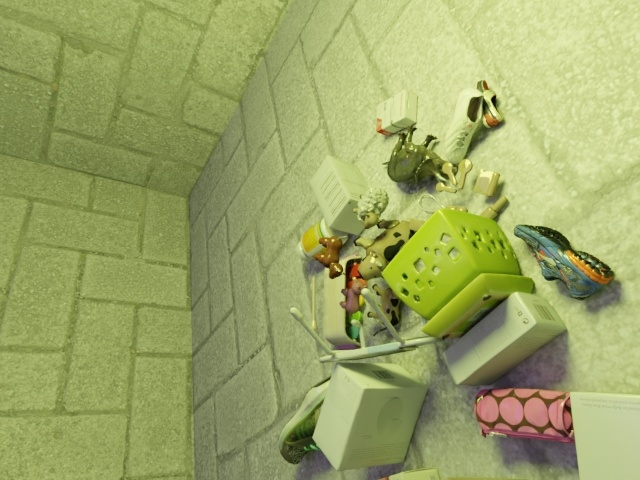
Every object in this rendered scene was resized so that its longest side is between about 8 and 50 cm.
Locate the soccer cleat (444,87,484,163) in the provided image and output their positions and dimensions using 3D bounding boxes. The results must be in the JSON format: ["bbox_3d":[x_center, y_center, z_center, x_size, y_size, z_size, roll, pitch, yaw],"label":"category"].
[{"bbox_3d":[0.368,-0.288,1.130,0.076,0.068,0.197,-123,34,-58],"label":"soccer cleat"}]

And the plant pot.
[{"bbox_3d":[0.315,0.088,0.989,0.227,0.228,0.207,-54,45,33],"label":"plant pot"}]

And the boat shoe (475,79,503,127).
[{"bbox_3d":[0.428,-0.352,1.114,0.043,0.049,0.137,-27,60,47],"label":"boat shoe"}]

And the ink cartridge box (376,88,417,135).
[{"bbox_3d":[0.244,-0.408,1.414,0.135,0.056,0.099,-12,70,56],"label":"ink cartridge box"}]

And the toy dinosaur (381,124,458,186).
[{"bbox_3d":[0.250,-0.234,1.291,0.313,0.120,0.161,3,76,55],"label":"toy dinosaur"}]

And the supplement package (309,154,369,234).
[{"bbox_3d":[0.077,-0.157,1.516,0.134,0.138,0.244,-54,39,31],"label":"supplement package"}]

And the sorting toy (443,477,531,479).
[{"bbox_3d":[0.369,0.653,0.887,0.229,0.041,0.308,-31,55,45],"label":"sorting toy"}]

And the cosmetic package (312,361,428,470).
[{"bbox_3d":[0.129,0.452,1.150,0.138,0.223,0.225,25,101,57],"label":"cosmetic package"}]

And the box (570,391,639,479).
[{"bbox_3d":[0.515,0.333,0.681,0.181,0.119,0.182,-20,63,53],"label":"box"}]

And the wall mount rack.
[{"bbox_3d":[0.108,0.217,1.079,0.349,0.304,0.131,-21,67,32],"label":"wall mount rack"}]

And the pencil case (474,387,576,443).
[{"bbox_3d":[0.411,0.347,0.868,0.209,0.095,0.098,-29,21,53],"label":"pencil case"}]

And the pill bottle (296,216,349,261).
[{"bbox_3d":[0.000,0.000,1.608,0.208,0.117,0.118,-38,50,47],"label":"pill bottle"}]

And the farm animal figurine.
[{"bbox_3d":[0.169,0.066,1.233,0.327,0.330,0.172,-52,27,-12],"label":"farm animal figurine"}]

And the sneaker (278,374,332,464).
[{"bbox_3d":[-0.001,0.615,1.400,0.182,0.158,0.411,45,124,34],"label":"sneaker"}]

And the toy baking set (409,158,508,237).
[{"bbox_3d":[0.347,-0.089,1.128,0.256,0.030,0.197,-55,51,25],"label":"toy baking set"}]

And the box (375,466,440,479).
[{"bbox_3d":[0.188,0.665,1.079,0.232,0.126,0.149,-47,43,40],"label":"box"}]

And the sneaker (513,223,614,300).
[{"bbox_3d":[0.469,0.037,0.893,0.221,0.083,0.087,-121,43,-52],"label":"sneaker"}]

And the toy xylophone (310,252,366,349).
[{"bbox_3d":[0.059,0.202,1.480,0.236,0.081,0.323,-9,72,56],"label":"toy xylophone"}]

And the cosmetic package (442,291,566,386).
[{"bbox_3d":[0.383,0.215,0.934,0.231,0.117,0.086,-52,39,33],"label":"cosmetic package"}]
